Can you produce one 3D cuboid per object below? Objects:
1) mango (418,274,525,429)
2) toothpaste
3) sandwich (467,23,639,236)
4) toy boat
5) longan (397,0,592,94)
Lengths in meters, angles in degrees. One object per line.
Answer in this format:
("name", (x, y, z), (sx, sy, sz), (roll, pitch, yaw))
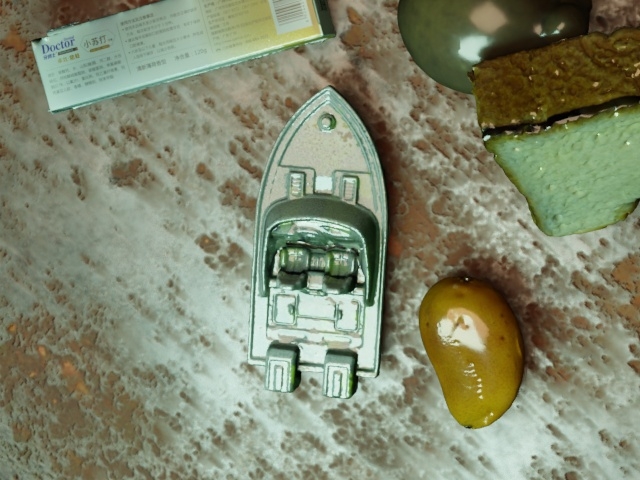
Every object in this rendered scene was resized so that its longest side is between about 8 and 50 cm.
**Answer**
("mango", (0.160, 0.110, 1.475), (0.105, 0.084, 0.159), (-6, 116, 30))
("toothpaste", (-0.146, -0.210, 1.506), (0.312, 0.071, 0.089), (-13, 98, 15))
("sandwich", (0.301, -0.107, 1.334), (0.273, 0.249, 0.095), (-16, 58, 15))
("toy boat", (0.000, 0.000, 1.491), (0.141, 0.092, 0.320), (5, 99, 11))
("longan", (0.172, -0.219, 1.366), (0.185, 0.204, 0.159), (-40, 127, -17))
